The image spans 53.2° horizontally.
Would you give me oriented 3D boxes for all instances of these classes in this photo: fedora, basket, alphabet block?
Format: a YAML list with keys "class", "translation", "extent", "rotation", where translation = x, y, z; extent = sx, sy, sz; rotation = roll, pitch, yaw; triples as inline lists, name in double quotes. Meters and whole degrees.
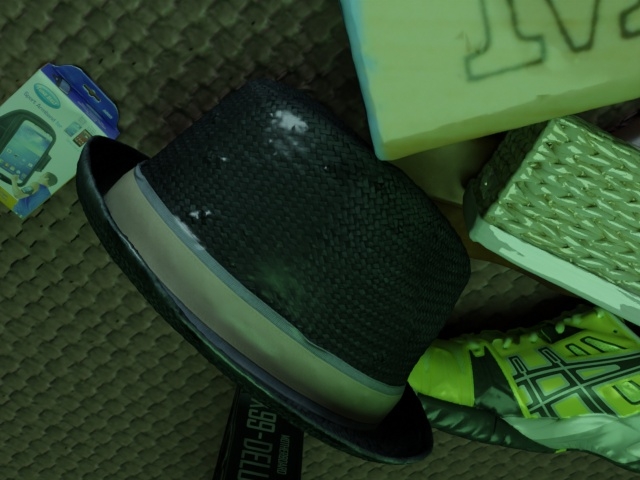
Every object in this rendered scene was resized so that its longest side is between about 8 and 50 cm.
- class: "fedora"
  translation: [0.000, 0.000, 0.467]
  extent: [0.334, 0.334, 0.152]
  rotation: [40, 99, -21]
- class: "basket"
  translation: [0.202, -0.023, 0.468]
  extent: [0.167, 0.113, 0.103]
  rotation: [27, 111, -1]
- class: "alphabet block"
  translation: [0.105, -0.179, 0.399]
  extent: [0.197, 0.192, 0.193]
  rotation: [-13, 110, 7]

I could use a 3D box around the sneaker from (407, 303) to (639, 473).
- class: "sneaker"
  translation: [0.226, 0.131, 0.643]
  extent: [0.385, 0.145, 0.147]
  rotation: [9, 89, 2]

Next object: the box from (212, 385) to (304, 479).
- class: "box"
  translation: [-0.081, 0.299, 0.614]
  extent: [0.076, 0.307, 0.242]
  rotation: [14, 118, -5]

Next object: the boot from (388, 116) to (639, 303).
- class: "boot"
  translation: [0.191, -0.082, 0.553]
  extent: [0.280, 0.096, 0.264]
  rotation: [16, 124, -1]

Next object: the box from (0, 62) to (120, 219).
- class: "box"
  translation: [-0.240, -0.087, 0.549]
  extent: [0.136, 0.028, 0.081]
  rotation: [-34, 115, 19]
